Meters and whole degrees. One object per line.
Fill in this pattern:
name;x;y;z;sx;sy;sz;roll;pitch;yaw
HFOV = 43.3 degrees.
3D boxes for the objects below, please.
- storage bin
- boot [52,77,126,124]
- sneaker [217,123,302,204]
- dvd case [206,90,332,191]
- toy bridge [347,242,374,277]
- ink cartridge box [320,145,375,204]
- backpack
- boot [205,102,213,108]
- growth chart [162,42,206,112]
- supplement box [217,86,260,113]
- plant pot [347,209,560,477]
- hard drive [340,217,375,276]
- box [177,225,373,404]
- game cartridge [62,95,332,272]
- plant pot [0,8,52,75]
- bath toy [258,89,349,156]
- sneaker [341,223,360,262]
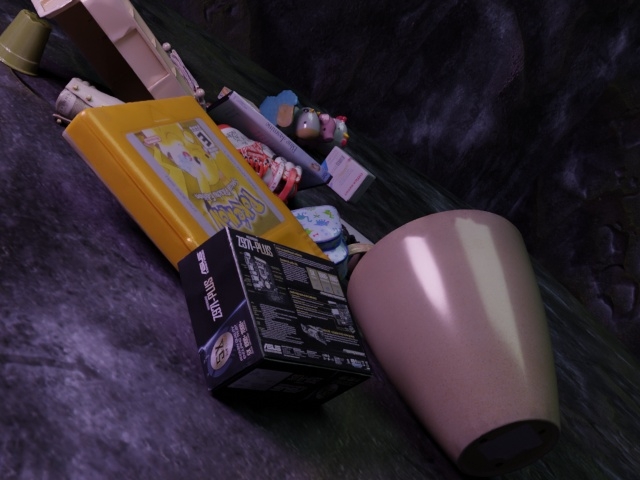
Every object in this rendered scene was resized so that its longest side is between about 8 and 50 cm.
storage bin;-0.340;-0.326;1.307;0.260;0.123;0.262;52;-3;48
boot;-0.296;-0.156;1.140;0.165;0.077;0.213;29;14;-19
sneaker;-0.117;-0.129;1.438;0.145;0.090;0.270;32;9;12
dvd case;-0.108;-0.186;1.576;0.253;0.022;0.180;39;-18;-18
toy bridge;0.064;0.034;1.313;0.188;0.063;0.026;5;39;-39
ink cartridge box;0.062;-0.160;2.000;0.122;0.088;0.052;44;13;28
backpack;-0.010;0.007;1.208;0.105;0.084;0.114;-9;49;-13
boot;-0.201;-0.274;1.846;0.114;0.037;0.106;38;26;22
growth chart;-0.244;-0.252;1.477;0.021;0.172;0.237;-17;43;-18
supplement box;-0.210;-0.351;2.086;0.098;0.036;0.062;26;17;-38
plant pot;0.189;0.145;1.025;0.256;0.256;0.274;26;32;-36
hard drive;0.105;0.058;1.470;0.307;0.040;0.203;38;14;9
box;-0.045;0.083;0.837;0.180;0.077;0.147;19;44;-50
game cartridge;-0.132;-0.044;1.023;0.324;0.052;0.285;48;22;2
plant pot;-0.458;-0.311;1.253;0.083;0.079;0.083;34;14;-10
bath toy;-0.022;-0.320;2.255;0.151;0.129;0.348;43;15;28
sneaker;0.000;0.000;1.314;0.152;0.085;0.058;27;16;-34
